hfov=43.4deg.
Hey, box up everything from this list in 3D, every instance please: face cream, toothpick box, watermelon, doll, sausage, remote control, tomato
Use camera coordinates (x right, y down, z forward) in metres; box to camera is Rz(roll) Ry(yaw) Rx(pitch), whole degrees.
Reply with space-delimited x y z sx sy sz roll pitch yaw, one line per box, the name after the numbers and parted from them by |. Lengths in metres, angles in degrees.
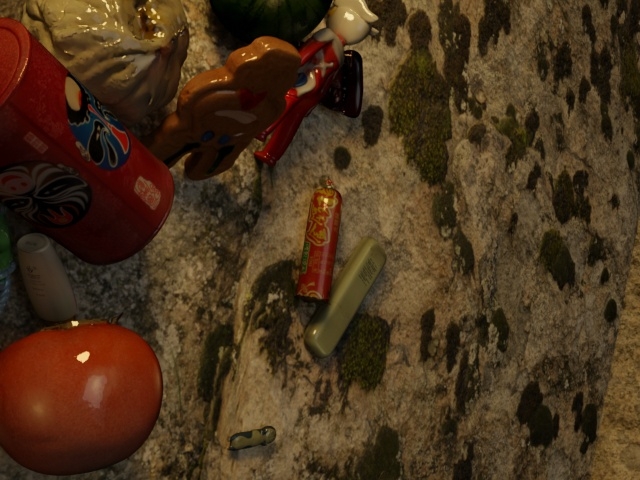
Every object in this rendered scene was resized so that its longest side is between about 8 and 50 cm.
-0.411 0.066 1.210 0.182 0.072 0.051 90 11 -45 | face cream
-0.379 -0.125 1.133 0.333 0.204 0.204 50 55 -53 | toothpick box
-0.089 -0.471 1.459 0.242 0.242 0.242 0 91 -46 | watermelon
-0.013 -0.327 1.558 0.384 0.099 0.188 -53 166 -12 | doll
0.000 0.000 1.681 0.083 0.083 0.264 19 75 -45 | sausage
0.061 0.122 1.768 0.090 0.038 0.309 54 55 -34 | remote control
-0.134 0.388 1.574 0.125 0.027 0.037 -1 99 -46 | doll
-0.357 0.227 1.186 0.256 0.256 0.224 -2 77 -46 | tomato

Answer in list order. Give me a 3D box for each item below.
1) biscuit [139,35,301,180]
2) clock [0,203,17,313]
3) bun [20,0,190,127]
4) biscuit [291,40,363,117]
-0.161 -0.210 1.355 0.202 0.334 0.047 8 48 -50 | biscuit
-0.521 0.040 1.118 0.194 0.100 0.195 0 91 -48 | clock
-0.316 -0.308 1.253 0.281 0.205 0.281 -3 95 -46 | bun
-0.005 -0.352 1.677 0.235 0.063 0.151 9 83 -44 | biscuit
